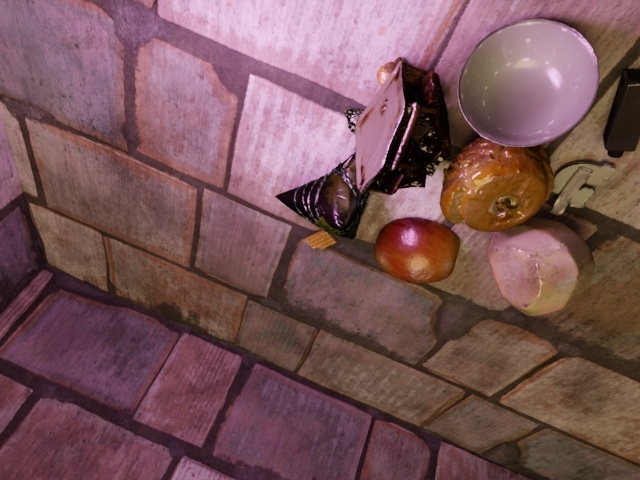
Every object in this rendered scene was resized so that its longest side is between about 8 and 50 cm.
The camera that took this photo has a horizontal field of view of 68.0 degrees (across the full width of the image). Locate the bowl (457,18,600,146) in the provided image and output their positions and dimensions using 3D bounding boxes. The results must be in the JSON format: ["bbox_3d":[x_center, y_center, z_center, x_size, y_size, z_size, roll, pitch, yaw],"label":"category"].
[{"bbox_3d":[0.550,-0.396,1.278,0.337,0.337,0.157,2,176,23],"label":"bowl"}]

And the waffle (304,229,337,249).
[{"bbox_3d":[0.000,0.000,2.087,0.092,0.021,0.135,43,135,-21],"label":"waffle"}]

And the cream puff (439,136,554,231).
[{"bbox_3d":[0.532,-0.185,1.472,0.342,0.231,0.327,-20,140,18],"label":"cream puff"}]

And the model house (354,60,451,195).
[{"bbox_3d":[0.284,-0.294,1.387,0.282,0.317,0.297,8,161,-28],"label":"model house"}]

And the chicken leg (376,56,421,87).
[{"bbox_3d":[0.265,-0.480,1.423,0.207,0.101,0.085,9,145,-14],"label":"chicken leg"}]

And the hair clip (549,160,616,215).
[{"bbox_3d":[0.813,-0.173,1.517,0.140,0.054,0.220,23,136,7],"label":"hair clip"}]

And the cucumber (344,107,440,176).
[{"bbox_3d":[0.232,-0.331,1.576,0.359,0.096,0.096,26,139,-3],"label":"cucumber"}]

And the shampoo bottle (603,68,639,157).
[{"bbox_3d":[0.843,-0.338,1.304,0.079,0.080,0.246,8,137,19],"label":"shampoo bottle"}]

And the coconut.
[{"bbox_3d":[0.739,0.078,1.624,0.352,0.353,0.353,13,138,12],"label":"coconut"}]

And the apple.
[{"bbox_3d":[0.369,0.039,1.884,0.345,0.254,0.179,7,179,20],"label":"apple"}]

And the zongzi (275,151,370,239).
[{"bbox_3d":[0.000,-0.155,1.785,0.362,0.319,0.383,20,157,1],"label":"zongzi"}]
